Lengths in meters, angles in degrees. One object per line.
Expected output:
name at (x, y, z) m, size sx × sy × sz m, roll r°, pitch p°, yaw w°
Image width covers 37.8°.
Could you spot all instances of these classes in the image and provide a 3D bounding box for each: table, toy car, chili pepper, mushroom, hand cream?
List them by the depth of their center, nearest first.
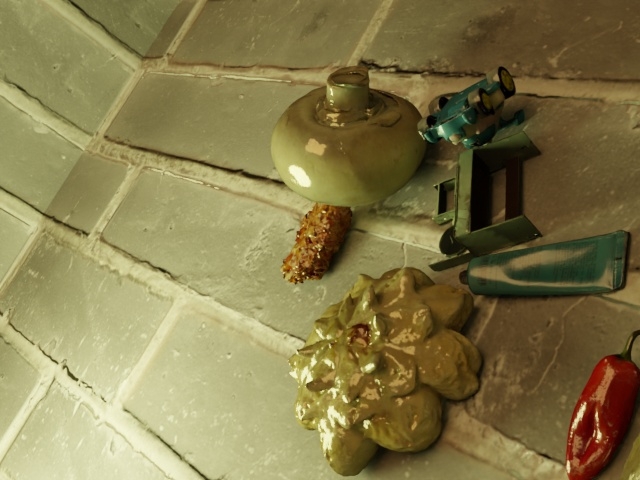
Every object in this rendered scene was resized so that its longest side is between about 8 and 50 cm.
chili pepper at (0.303, 0.179, 0.999) m, size 0.059 × 0.050 × 0.191 m, roll 19°, pitch 83°, yaw 37°
hand cream at (0.275, 0.035, 1.172) m, size 0.224 × 0.048 × 0.083 m, roll -8°, pitch 55°, yaw 38°
table at (0.217, -0.052, 1.292) m, size 0.175 × 0.062 × 0.146 m, roll -20°, pitch 47°, yaw 35°
toy car at (0.216, -0.165, 1.314) m, size 0.126 × 0.098 × 0.161 m, roll -27°, pitch 16°, yaw 33°
mushroom at (0.045, -0.167, 1.440) m, size 0.246 × 0.246 × 0.202 m, roll -121°, pitch 28°, yaw -53°

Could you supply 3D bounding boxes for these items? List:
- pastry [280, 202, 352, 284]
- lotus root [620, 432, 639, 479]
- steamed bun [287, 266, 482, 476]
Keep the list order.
pastry at (0.001, 0.000, 1.501) m, size 0.169 × 0.063 × 0.087 m, roll -63°, pitch 27°, yaw -5°
lotus root at (0.391, 0.157, 0.799) m, size 0.343 × 0.151 × 0.169 m, roll -58°, pitch 33°, yaw 19°
steamed bun at (0.057, 0.159, 1.234) m, size 0.295 × 0.137 × 0.292 m, roll 16°, pitch 76°, yaw 52°
